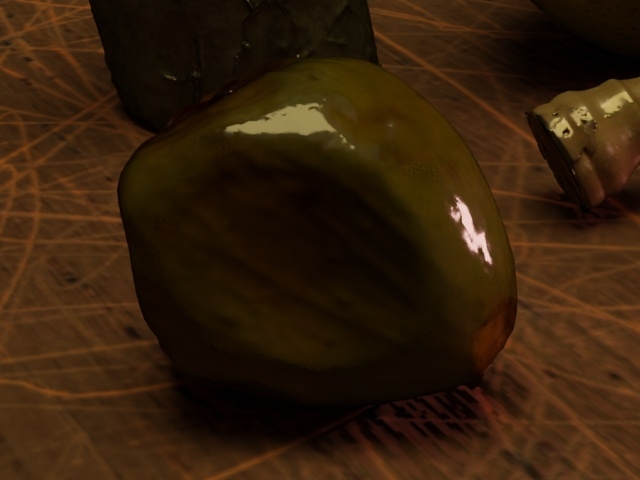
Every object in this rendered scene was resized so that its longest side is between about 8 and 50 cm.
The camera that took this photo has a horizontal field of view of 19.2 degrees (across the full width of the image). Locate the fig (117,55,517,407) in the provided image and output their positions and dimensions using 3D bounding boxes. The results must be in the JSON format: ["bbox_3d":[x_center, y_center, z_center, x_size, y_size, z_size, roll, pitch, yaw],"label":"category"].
[{"bbox_3d":[0.000,0.000,0.748,0.166,0.144,0.154,24,-1,33],"label":"fig"}]

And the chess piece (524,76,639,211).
[{"bbox_3d":[0.184,-0.080,0.901,0.172,0.060,0.060,-30,27,0],"label":"chess piece"}]

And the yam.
[{"bbox_3d":[-0.068,-0.214,1.048,0.168,0.304,0.168,-12,18,4],"label":"yam"}]

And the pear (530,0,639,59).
[{"bbox_3d":[0.205,-0.241,1.074,0.294,0.294,0.294,-4,24,2],"label":"pear"}]
